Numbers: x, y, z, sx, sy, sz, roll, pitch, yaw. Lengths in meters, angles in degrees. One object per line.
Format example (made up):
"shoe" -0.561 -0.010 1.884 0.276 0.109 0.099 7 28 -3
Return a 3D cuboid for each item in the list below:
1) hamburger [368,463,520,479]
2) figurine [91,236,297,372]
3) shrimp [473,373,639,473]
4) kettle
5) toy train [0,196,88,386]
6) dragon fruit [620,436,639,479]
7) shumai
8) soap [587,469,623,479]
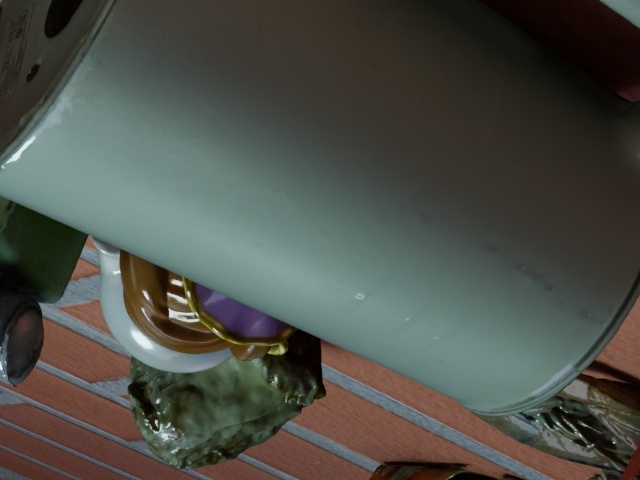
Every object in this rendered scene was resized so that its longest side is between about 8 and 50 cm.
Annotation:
"hamburger" 0.179 0.373 1.853 0.276 0.150 0.260 4 157 37
"figurine" -0.091 0.028 1.177 0.189 0.142 0.263 26 162 -10
"shrimp" 0.235 0.150 1.336 0.254 0.059 0.145 20 152 13
"kettle" 0.018 -0.078 0.762 0.318 0.265 0.205 29 -169 -25
"toy train" -0.326 -0.014 1.122 0.307 0.249 0.173 14 163 17
"dragon fruit" 0.343 0.157 1.135 0.224 0.148 0.218 21 -159 41
"shumai" -0.075 0.125 1.377 0.184 0.184 0.142 31 151 -31
"soap" 0.490 0.312 1.555 0.338 0.304 0.169 -20 154 -8
